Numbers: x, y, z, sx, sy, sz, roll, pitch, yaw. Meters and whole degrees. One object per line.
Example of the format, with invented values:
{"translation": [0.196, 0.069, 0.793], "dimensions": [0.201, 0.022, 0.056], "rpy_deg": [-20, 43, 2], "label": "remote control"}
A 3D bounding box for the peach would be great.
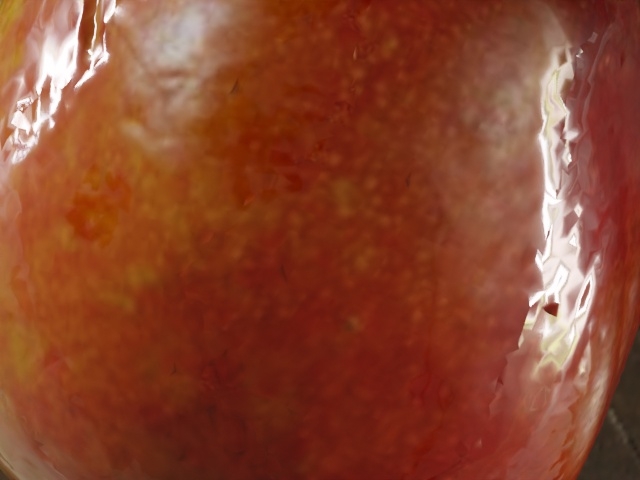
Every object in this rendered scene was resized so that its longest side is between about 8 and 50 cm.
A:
{"translation": [0.000, 0.000, 0.622], "dimensions": [0.248, 0.245, 0.274], "rpy_deg": [-6, 161, -26], "label": "peach"}
